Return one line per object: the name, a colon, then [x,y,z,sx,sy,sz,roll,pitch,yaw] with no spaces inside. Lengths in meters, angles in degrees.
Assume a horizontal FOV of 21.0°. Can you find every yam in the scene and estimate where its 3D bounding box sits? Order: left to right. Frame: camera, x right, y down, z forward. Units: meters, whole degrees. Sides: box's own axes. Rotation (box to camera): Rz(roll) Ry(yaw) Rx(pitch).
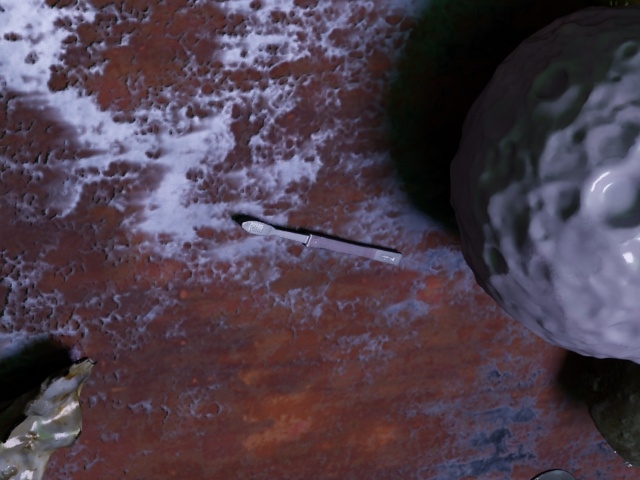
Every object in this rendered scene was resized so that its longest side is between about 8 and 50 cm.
yam: [0.416,0.125,1.800,0.168,0.168,0.304,4,148,-31]

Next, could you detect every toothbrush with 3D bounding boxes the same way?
toothbrush: [0.001,0.001,1.680,0.194,0.017,0.014,13,106,-33]

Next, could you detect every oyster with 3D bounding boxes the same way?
oyster: [-0.305,0.223,1.592,0.294,0.094,0.166,-52,146,-9]

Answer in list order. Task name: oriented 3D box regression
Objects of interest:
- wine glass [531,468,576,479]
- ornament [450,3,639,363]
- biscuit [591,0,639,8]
wine glass: [0.304,0.341,1.907,0.093,0.202,0.093,-14,121,-24]
ornament: [0.282,-0.043,1.620,0.337,0.337,0.337,-13,120,-23]
biscuit: [0.334,-0.305,1.706,0.187,0.027,0.188,-12,119,-22]
